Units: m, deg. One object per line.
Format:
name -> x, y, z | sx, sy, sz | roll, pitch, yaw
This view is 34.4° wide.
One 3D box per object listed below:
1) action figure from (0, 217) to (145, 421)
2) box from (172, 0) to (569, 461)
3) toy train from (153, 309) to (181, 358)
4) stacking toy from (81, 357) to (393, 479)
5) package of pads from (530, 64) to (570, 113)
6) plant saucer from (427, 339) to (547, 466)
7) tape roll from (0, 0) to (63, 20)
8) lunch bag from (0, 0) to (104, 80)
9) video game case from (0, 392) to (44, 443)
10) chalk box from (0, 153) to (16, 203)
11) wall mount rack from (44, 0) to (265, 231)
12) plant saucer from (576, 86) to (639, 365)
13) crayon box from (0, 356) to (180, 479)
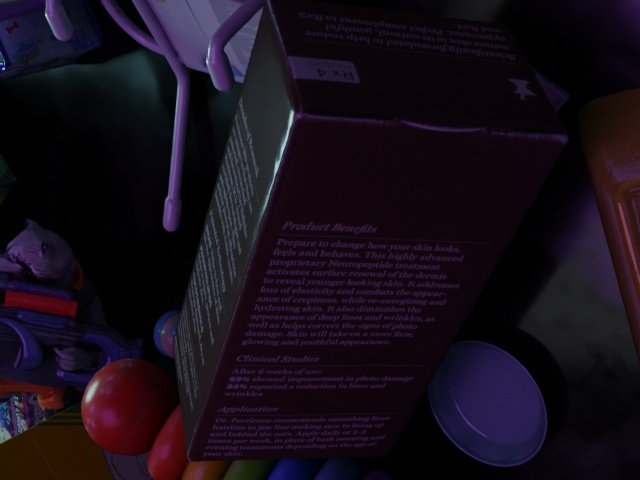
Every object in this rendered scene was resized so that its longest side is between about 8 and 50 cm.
action figure -> -0.396, 0.117, 1.232 | 0.341, 0.178, 0.330 | 19, 114, -18
box -> 0.011, 0.013, 0.802 | 0.381, 0.191, 0.143 | 113, 152, -43
toy train -> -0.088, 0.184, 1.090 | 0.143, 0.105, 0.248 | 8, 124, 56
stacking toy -> -0.073, 0.216, 0.938 | 0.330, 0.141, 0.141 | 27, 126, 9
package of pads -> 0.145, -0.113, 0.792 | 0.083, 0.032, 0.050 | 42, 130, 20
plant saucer -> 0.149, 0.139, 0.903 | 0.119, 0.021, 0.119 | 17, 118, 34
tape roll -> -0.248, -0.288, 0.892 | 0.275, 0.275, 0.090 | -26, 89, 44
lunch bag -> -0.321, -0.249, 1.074 | 0.096, 0.129, 0.151 | -15, 99, 43
video game case -> -0.459, 0.200, 1.444 | 0.210, 0.042, 0.232 | 18, 119, 36
chalk box -> -0.558, -0.063, 1.247 | 0.180, 0.289, 0.179 | 56, 134, 8
wall mount rack -> -0.092, -0.114, 0.943 | 0.350, 0.130, 0.304 | 22, 154, 34
plant saucer -> 0.334, 0.045, 0.663 | 0.333, 0.081, 0.332 | -9, 102, 44
crayon box -> -0.184, 0.340, 1.076 | 0.106, 0.313, 0.363 | -40, 80, 43
